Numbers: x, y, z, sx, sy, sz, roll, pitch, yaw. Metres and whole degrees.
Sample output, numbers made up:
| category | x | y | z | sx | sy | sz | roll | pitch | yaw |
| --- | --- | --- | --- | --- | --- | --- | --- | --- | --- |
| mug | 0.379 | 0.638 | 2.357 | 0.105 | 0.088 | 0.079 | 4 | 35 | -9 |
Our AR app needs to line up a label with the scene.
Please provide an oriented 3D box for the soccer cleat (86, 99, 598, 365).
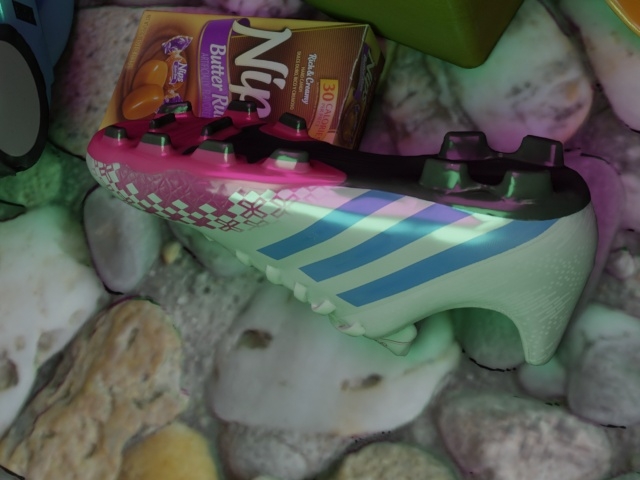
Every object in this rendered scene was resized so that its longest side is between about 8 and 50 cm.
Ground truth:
| category | x | y | z | sx | sy | sz | roll | pitch | yaw |
| --- | --- | --- | --- | --- | --- | --- | --- | --- | --- |
| soccer cleat | 0.000 | 0.000 | 0.661 | 0.331 | 0.116 | 0.143 | 10 | 114 | 21 |

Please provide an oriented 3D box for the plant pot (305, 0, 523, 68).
| category | x | y | z | sx | sy | sz | roll | pitch | yaw |
| --- | --- | --- | --- | --- | --- | --- | --- | --- | --- |
| plant pot | 0.065 | -0.241 | 0.718 | 0.212 | 0.187 | 0.212 | 27 | 78 | 27 |

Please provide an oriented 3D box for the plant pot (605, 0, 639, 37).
| category | x | y | z | sx | sy | sz | roll | pitch | yaw |
| --- | --- | --- | --- | --- | --- | --- | --- | --- | --- |
| plant pot | 0.288 | -0.230 | 0.643 | 0.188 | 0.205 | 0.205 | -41 | 59 | -20 |

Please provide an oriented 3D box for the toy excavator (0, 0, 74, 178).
| category | x | y | z | sx | sy | sz | roll | pitch | yaw |
| --- | --- | --- | --- | --- | --- | --- | --- | --- | --- |
| toy excavator | -0.302 | -0.275 | 0.862 | 0.222 | 0.445 | 0.432 | -7 | 106 | 15 |

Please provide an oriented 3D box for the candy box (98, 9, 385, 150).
| category | x | y | z | sx | sy | sz | roll | pitch | yaw |
| --- | --- | --- | --- | --- | --- | --- | --- | --- | --- |
| candy box | -0.057 | -0.106 | 0.777 | 0.187 | 0.053 | 0.109 | 8 | 69 | 21 |
